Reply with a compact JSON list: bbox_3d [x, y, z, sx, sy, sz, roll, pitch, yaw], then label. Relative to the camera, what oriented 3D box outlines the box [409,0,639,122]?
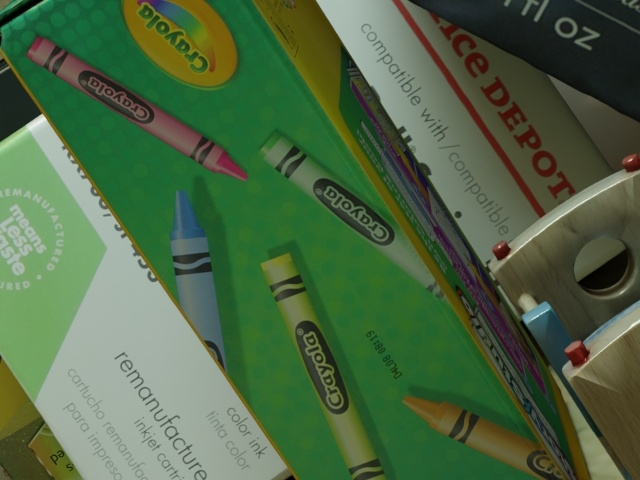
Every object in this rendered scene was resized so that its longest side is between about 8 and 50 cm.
[{"bbox_3d":[0.201,-0.246,0.682,0.395,0.294,0.212,-64,-3,39],"label":"box"}]

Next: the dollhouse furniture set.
[{"bbox_3d":[0.069,0.084,0.551,0.184,0.129,0.129,-33,14,3],"label":"dollhouse furniture set"}]

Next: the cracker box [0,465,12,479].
[{"bbox_3d":[-0.215,0.093,1.228,0.232,0.067,0.155,-24,33,38],"label":"cracker box"}]

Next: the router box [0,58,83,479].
[{"bbox_3d":[-0.080,-0.014,0.987,0.309,0.243,0.081,-35,14,-1],"label":"router box"}]

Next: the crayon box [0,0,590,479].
[{"bbox_3d":[0.000,0.000,0.680,0.081,0.278,0.165,-31,14,10],"label":"crayon box"}]

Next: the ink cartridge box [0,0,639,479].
[{"bbox_3d":[0.011,-0.029,0.871,0.353,0.207,0.119,-35,-2,-1],"label":"ink cartridge box"}]
